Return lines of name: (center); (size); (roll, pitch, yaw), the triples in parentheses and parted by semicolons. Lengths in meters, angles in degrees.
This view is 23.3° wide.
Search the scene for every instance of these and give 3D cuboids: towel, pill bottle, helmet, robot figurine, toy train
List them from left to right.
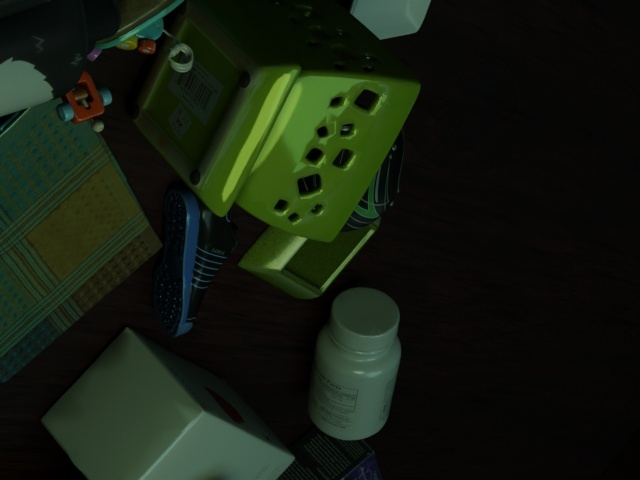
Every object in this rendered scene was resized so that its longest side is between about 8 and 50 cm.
robot figurine: (-0.322, -0.188, 1.407); (0.278, 0.173, 0.209); (-23, 142, -35)
towel: (-0.334, -0.006, 1.743); (0.271, 0.040, 0.370); (-41, 150, -11)
toy train: (-0.220, -0.187, 1.616); (0.166, 0.125, 0.046); (-31, -174, -31)
helmet: (0.021, -0.090, 1.963); (0.169, 0.169, 0.161); (-15, 121, -42)
pill bottle: (0.054, 0.184, 2.351); (0.131, 0.131, 0.229); (-26, 144, -31)

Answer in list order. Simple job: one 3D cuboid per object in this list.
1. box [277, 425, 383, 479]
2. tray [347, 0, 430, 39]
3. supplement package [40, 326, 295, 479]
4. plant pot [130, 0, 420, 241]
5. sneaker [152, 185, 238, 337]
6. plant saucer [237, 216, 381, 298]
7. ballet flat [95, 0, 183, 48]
box: (-0.010, 0.407, 2.556); (0.207, 0.108, 0.153); (-40, 150, -12)
tray: (0.102, -0.362, 1.874); (0.145, 0.030, 0.270); (-18, 139, -41)
supplement package: (-0.198, 0.268, 2.089); (0.175, 0.177, 0.293); (-47, 150, 2)
plant pot: (-0.066, -0.154, 1.728); (0.207, 0.228, 0.227); (5, 123, -44)
sneaker: (-0.151, 0.023, 1.957); (0.090, 0.081, 0.232); (-16, 137, -31)
plant saucer: (0.000, 0.000, 2.155); (0.188, 0.045, 0.188); (-50, 150, 5)
ballet flat: (-0.126, -0.333, 1.564); (0.342, 0.116, 0.124); (-37, 128, -17)
